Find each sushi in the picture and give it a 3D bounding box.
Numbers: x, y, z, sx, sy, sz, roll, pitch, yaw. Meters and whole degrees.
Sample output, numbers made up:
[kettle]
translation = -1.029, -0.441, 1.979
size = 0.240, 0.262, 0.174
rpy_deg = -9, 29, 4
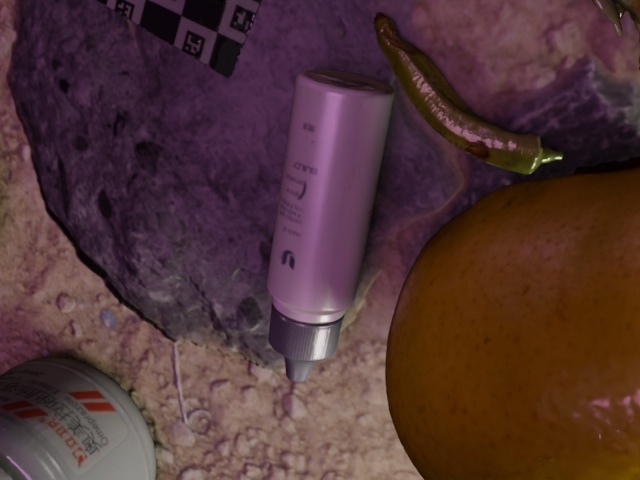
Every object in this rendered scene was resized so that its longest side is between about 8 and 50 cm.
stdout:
[sushi]
translation = -0.149, -0.284, 0.742
size = 0.215, 0.050, 0.192
rpy_deg = 32, 117, 10

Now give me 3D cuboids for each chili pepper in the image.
[chili pepper]
translation = 0.114, -0.118, 0.693
size = 0.208, 0.043, 0.049
rpy_deg = 39, 130, 7

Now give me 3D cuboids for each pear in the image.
[pear]
translation = 0.197, 0.135, 0.567
size = 0.341, 0.191, 0.386
rpy_deg = 30, 150, 5

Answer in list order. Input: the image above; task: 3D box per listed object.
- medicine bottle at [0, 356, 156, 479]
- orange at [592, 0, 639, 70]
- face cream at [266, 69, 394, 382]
[medicine bottle]
translation = -0.357, 0.293, 0.878
size = 0.245, 0.306, 0.244
rpy_deg = 7, 110, 20
[orange]
translation = 0.290, -0.152, 0.492
size = 0.196, 0.262, 0.334
rpy_deg = -41, 107, -12
[face cream]
translation = 0.000, 0.000, 0.752
size = 0.092, 0.092, 0.311
rpy_deg = 16, 113, 18
